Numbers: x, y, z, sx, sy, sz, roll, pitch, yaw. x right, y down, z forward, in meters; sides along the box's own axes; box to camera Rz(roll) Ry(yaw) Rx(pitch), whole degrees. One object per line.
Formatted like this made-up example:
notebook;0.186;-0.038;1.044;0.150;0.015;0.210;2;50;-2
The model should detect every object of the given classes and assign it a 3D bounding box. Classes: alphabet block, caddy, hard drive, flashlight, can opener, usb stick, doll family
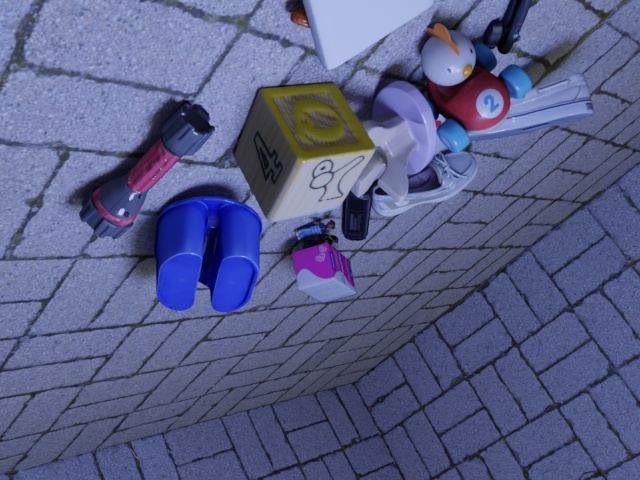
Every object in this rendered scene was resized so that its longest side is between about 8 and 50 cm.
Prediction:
alphabet block;-0.037;-0.180;1.391;0.192;0.193;0.197;-14;153;-35
caddy;-0.263;0.027;1.585;0.241;0.179;0.341;5;146;-14
hard drive;0.067;-0.454;1.052;0.233;0.047;0.353;-34;150;-8
flashlight;-0.327;-0.127;1.281;0.304;0.103;0.103;-39;152;25
can opener;0.417;-0.479;1.474;0.073;0.059;0.186;-18;155;-23
usb stick;0.103;-0.074;1.940;0.077;0.045;0.278;4;154;2
doll family;0.000;0.000;1.949;0.111;0.076;0.193;-11;163;7

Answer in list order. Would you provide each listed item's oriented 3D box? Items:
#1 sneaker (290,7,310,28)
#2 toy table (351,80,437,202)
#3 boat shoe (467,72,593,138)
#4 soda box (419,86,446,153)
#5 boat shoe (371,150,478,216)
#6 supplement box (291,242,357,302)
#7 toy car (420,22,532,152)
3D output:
sneaker;0.021;-0.404;1.190;0.175;0.064;0.067;-19;133;-32
toy table;0.140;-0.207;1.509;0.161;0.252;0.274;-39;148;-19
boat shoe;0.489;-0.354;1.732;0.367;0.156;0.136;-9;176;35
soda box;0.263;-0.286;1.680;0.074;0.069;0.216;-32;158;4
boat shoe;0.290;-0.167;1.900;0.320;0.118;0.103;-20;157;-1
supplement box;0.013;0.096;1.950;0.114;0.111;0.220;-17;160;16
toy car;0.290;-0.352;1.435;0.219;0.210;0.238;-42;143;0
